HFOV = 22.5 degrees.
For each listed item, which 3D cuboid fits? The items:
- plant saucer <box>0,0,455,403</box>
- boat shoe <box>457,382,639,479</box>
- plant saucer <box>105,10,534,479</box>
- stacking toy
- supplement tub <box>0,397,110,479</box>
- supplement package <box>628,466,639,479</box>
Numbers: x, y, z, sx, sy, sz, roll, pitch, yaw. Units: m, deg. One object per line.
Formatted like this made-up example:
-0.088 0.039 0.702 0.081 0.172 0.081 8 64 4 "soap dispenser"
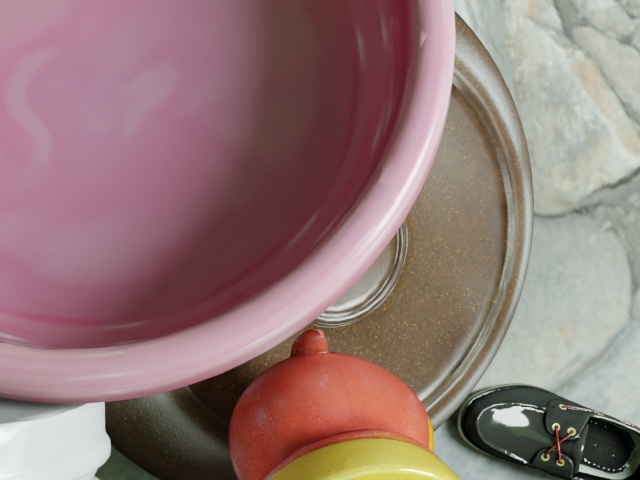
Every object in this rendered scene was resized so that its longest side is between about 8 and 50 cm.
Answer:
-0.103 -0.081 0.754 0.332 0.084 0.332 -1 71 3 "plant saucer"
0.146 0.119 0.972 0.133 0.042 0.049 16 91 -22 "boat shoe"
0.000 0.000 0.871 0.310 0.050 0.311 -6 103 -29 "plant saucer"
0.037 0.204 0.857 0.279 0.130 0.309 12 120 -25 "stacking toy"
-0.196 0.222 0.737 0.228 0.228 0.316 -1 96 -23 "supplement tub"
0.203 0.226 0.972 0.179 0.105 0.105 -43 107 -14 "supplement package"
